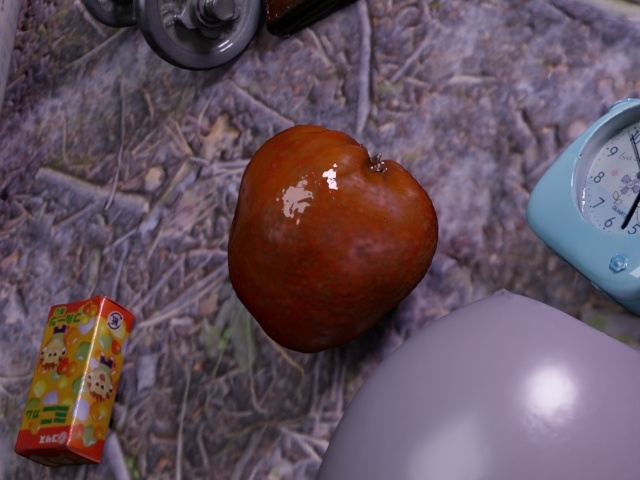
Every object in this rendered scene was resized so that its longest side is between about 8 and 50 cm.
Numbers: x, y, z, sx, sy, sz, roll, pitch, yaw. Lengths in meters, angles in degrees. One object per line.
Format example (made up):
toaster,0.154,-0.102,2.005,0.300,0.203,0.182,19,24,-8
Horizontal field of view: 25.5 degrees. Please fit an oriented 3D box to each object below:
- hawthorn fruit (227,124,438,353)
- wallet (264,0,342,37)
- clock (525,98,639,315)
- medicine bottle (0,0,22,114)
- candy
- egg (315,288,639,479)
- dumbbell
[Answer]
hawthorn fruit,0.000,0.000,0.898,0.133,0.133,0.138,36,101,47
wallet,0.005,-0.291,1.140,0.137,0.031,0.255,-26,50,28
clock,0.195,-0.037,0.807,0.147,0.045,0.108,-49,44,5
medicine bottle,-0.392,-0.130,1.258,0.214,0.213,0.378,-18,53,33
candy,-0.183,0.105,1.057,0.062,0.038,0.122,-11,59,37
egg,0.080,0.143,0.701,0.176,0.176,0.231,33,94,47
dumbbell,-0.141,-0.210,1.176,0.254,0.110,0.110,26,83,53
